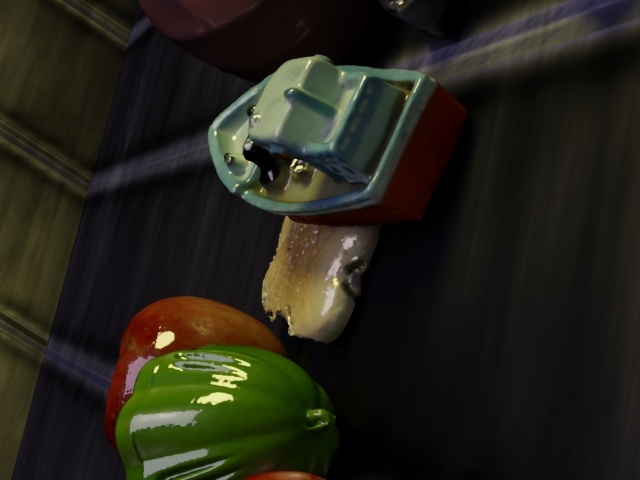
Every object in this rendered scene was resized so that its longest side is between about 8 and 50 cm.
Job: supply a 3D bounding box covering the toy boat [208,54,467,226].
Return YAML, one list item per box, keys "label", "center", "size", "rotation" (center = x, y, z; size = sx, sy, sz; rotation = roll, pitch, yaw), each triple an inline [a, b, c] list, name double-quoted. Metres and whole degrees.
- label: "toy boat"
  center: [-0.017, -0.094, 1.230]
  size: [0.332, 0.133, 0.145]
  rotation: [7, 71, 65]

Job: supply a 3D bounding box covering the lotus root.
- label: "lotus root"
  center: [-0.049, 0.162, 1.153]
  size: [0.186, 0.186, 0.186]
  rotation: [-162, 90, -73]

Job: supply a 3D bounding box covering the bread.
- label: "bread"
  center: [0.000, 0.000, 1.337]
  size: [0.251, 0.039, 0.181]
  rotation: [-157, 85, -74]

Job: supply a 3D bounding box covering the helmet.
- label: "helmet"
  center: [-0.096, -0.323, 1.430]
  size: [0.271, 0.338, 0.197]
  rotation: [-34, -11, 16]

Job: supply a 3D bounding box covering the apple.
- label: "apple"
  center: [-0.119, 0.143, 1.345]
  size: [0.181, 0.168, 0.181]
  rotation: [-167, 90, -77]

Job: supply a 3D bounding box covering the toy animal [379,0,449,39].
- label: "toy animal"
  center: [0.094, -0.251, 1.273]
  size: [0.117, 0.121, 0.210]
  rotation: [-29, 41, -5]

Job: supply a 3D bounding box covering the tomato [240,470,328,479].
- label: "tomato"
  center: [-0.043, 0.263, 1.029]
  size: [0.195, 0.136, 0.195]
  rotation: [-162, 90, -73]
